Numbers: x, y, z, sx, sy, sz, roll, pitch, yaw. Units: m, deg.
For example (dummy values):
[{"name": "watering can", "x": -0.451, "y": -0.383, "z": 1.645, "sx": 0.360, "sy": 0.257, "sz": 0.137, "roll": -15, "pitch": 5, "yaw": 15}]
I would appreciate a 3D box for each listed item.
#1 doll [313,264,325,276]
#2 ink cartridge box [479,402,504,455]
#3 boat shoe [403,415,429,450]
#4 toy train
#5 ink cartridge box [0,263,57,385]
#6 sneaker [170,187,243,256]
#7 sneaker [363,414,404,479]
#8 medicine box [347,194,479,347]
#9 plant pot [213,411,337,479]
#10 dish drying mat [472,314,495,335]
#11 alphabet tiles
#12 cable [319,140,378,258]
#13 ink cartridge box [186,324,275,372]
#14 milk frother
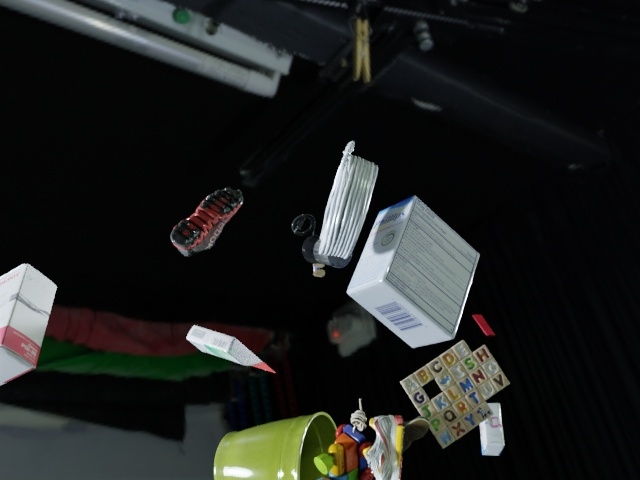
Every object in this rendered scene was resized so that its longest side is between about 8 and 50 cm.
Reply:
[{"name": "doll", "x": -0.013, "y": 0.057, "z": 2.663, "sx": 0.046, "sy": 0.189, "sz": 0.129, "roll": -3, "pitch": -61, "yaw": -4}, {"name": "ink cartridge box", "x": 0.473, "y": 0.523, "z": 2.104, "sx": 0.052, "sy": 0.123, "sz": 0.089, "roll": 1, "pitch": -34, "yaw": 4}, {"name": "boat shoe", "x": 0.227, "y": 0.480, "z": 1.924, "sx": 0.056, "sy": 0.049, "sz": 0.152, "roll": 32, "pitch": -49, "yaw": -7}, {"name": "toy train", "x": 0.045, "y": 0.508, "z": 1.836, "sx": 0.143, "sy": 0.105, "sz": 0.248, "roll": -25, "pitch": -55, "yaw": -34}, {"name": "ink cartridge box", "x": -0.818, "y": 0.226, "z": 1.967, "sx": 0.207, "sy": 0.283, "sz": 0.117, "roll": -26, "pitch": -51, "yaw": 20}, {"name": "sneaker", "x": -0.345, "y": -0.052, "z": 2.341, "sx": 0.276, "sy": 0.097, "sz": 0.135, "roll": -45, "pitch": -21, "yaw": -26}, {"name": "sneaker", "x": 0.144, "y": 0.521, "z": 1.774, "sx": 0.092, "sy": 0.226, "sz": 0.088, "roll": 4, "pitch": -14, "yaw": 4}, {"name": "medicine box", "x": 0.247, "y": 0.083, "z": 1.972, "sx": 0.263, "sy": 0.289, "sz": 0.149, "roll": 40, "pitch": -37, "yaw": -21}, {"name": "plant pot", "x": -0.154, "y": 0.768, "z": 2.557, "sx": 0.352, "sy": 0.367, "sz": 0.366, "roll": -6, "pitch": -24, "yaw": 23}, {"name": "dish drying mat", "x": 0.463, "y": 0.241, "z": 2.152, "sx": 0.032, "sy": 0.083, "sz": 0.008, "roll": 6, "pitch": -54, "yaw": -30}, {"name": "alphabet tiles", "x": 0.353, "y": 0.378, "z": 1.923, "sx": 0.237, "sy": 0.198, "sz": 0.009, "roll": -32, "pitch": -4, "yaw": -6}, {"name": "cable", "x": 0.065, "y": -0.081, "z": 1.873, "sx": 0.089, "sy": 0.257, "sz": 0.257, "roll": 16, "pitch": -48, "yaw": -3}, {"name": "ink cartridge box", "x": -0.261, "y": 0.337, "z": 2.216, "sx": 0.180, "sy": 0.056, "sz": 0.225, "roll": 9, "pitch": -31, "yaw": 40}, {"name": "milk frother", "x": 0.000, "y": 0.000, "z": 2.117, "sx": 0.143, "sy": 0.129, "sz": 0.134, "roll": 20, "pitch": -8, "yaw": -32}]
